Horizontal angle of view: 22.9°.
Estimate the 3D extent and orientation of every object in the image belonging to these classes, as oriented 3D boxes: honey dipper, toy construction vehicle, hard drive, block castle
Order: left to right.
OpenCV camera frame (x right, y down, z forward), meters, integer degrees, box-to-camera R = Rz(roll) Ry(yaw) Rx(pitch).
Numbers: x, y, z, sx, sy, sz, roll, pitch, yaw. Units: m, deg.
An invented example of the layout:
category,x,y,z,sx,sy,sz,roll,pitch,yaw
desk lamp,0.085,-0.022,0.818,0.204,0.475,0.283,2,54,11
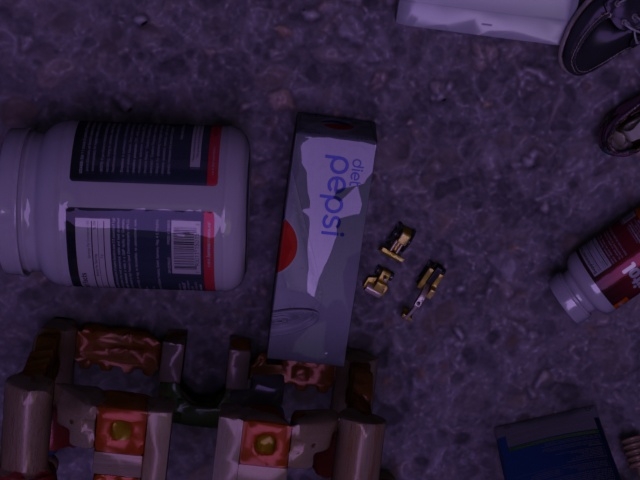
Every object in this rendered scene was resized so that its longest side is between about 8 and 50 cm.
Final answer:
category,x,y,z,sx,sy,sz,roll,pitch,yaw
block castle,-0.146,0.248,1.849,0.453,0.303,0.212,6,104,-3
toy construction vehicle,0.102,0.040,1.910,0.086,0.035,0.098,32,107,-11
hard drive,0.204,-0.379,1.749,0.203,0.040,0.307,7,111,-3
honey dipper,0.411,0.324,1.974,0.030,0.030,0.160,-16,74,6

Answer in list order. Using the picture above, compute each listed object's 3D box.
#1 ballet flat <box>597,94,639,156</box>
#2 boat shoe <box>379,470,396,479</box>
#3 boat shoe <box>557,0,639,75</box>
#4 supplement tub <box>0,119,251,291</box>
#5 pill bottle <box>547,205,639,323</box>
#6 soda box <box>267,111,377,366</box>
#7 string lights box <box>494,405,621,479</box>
category,x,y,z,sx,sy,sz,roll,pitch,yaw
ballet flat,0.417,-0.162,1.811,0.221,0.079,0.077,-34,106,12
boat shoe,-0.024,0.385,2.007,0.285,0.103,0.092,-23,104,2
boat shoe,0.353,-0.256,1.766,0.206,0.065,0.075,-42,127,6
supplement tub,-0.217,-0.040,1.795,0.272,0.191,0.191,2,111,-1
pill bottle,0.351,0.031,1.880,0.152,0.086,0.086,-36,107,13
soda box,0.000,0.000,1.864,0.098,0.091,0.286,7,110,-3
string lights box,0.291,0.298,1.888,0.133,0.259,0.076,-13,110,5
